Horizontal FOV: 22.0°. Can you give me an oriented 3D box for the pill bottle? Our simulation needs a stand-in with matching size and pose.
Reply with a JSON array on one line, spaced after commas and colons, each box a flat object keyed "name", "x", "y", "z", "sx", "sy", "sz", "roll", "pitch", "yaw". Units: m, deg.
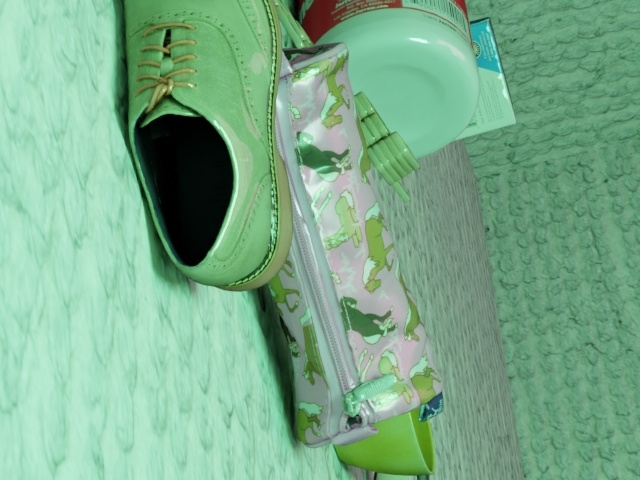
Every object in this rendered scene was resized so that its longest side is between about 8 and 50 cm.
[{"name": "pill bottle", "x": 0.082, "y": -0.317, "z": 2.218, "sx": 0.229, "sy": 0.229, "sz": 0.407, "roll": 66, "pitch": 14, "yaw": -44}]

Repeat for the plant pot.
[{"name": "plant pot", "x": 0.063, "y": 0.200, "z": 1.804, "sx": 0.134, "sy": 0.095, "sz": 0.134, "roll": -14, "pitch": 90, "yaw": -80}]

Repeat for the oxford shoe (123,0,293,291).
[{"name": "oxford shoe", "x": -0.099, "y": -0.133, "z": 1.316, "sx": 0.130, "sy": 0.123, "sz": 0.348, "roll": 8, "pitch": 67, "yaw": -73}]

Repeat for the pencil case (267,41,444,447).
[{"name": "pencil case", "x": 0.000, "y": 0.000, "z": 1.576, "sx": 0.167, "sy": 0.160, "sz": 0.386, "roll": 1, "pitch": -70, "yaw": 56}]

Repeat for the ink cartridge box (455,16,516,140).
[{"name": "ink cartridge box", "x": 0.178, "y": -0.244, "z": 2.630, "sx": 0.168, "sy": 0.233, "sz": 0.171, "roll": -61, "pitch": 136, "yaw": -78}]

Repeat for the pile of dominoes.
[{"name": "pile of dominoes", "x": 0.025, "y": -0.169, "z": 1.741, "sx": 0.251, "sy": 0.040, "sz": 0.196, "roll": 60, "pitch": 7, "yaw": 22}]

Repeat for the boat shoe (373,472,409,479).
[{"name": "boat shoe", "x": 0.082, "y": 0.320, "z": 1.908, "sx": 0.043, "sy": 0.049, "sz": 0.137, "roll": -48, "pitch": -135, "yaw": 49}]

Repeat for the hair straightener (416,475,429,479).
[{"name": "hair straightener", "x": 0.140, "y": 0.336, "z": 2.058, "sx": 0.047, "sy": 0.089, "sz": 0.230, "roll": 66, "pitch": 14, "yaw": -61}]
